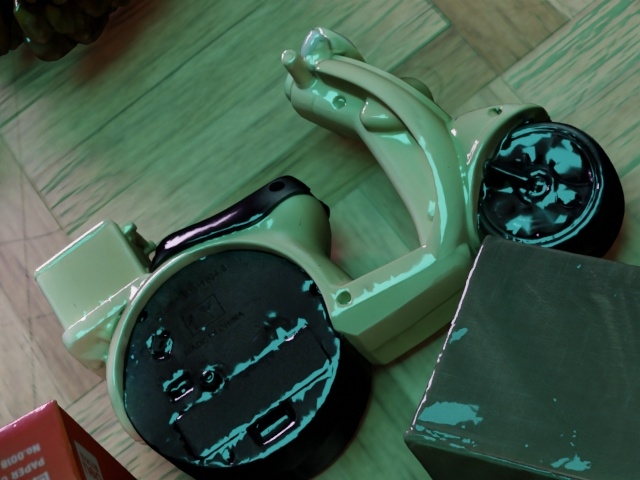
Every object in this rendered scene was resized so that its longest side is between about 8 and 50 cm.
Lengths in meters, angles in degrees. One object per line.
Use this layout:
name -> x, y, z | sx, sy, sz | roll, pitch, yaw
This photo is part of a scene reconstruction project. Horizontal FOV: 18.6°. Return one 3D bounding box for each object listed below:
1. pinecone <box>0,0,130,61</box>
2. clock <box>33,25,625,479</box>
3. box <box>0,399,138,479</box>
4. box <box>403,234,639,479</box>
pinecone -> -0.261, -0.264, 1.565 | 0.309, 0.244, 0.244 | -4, 61, 33
clock -> 0.000, 0.000, 1.378 | 0.379, 0.120, 0.276 | -38, 60, 0
box -> -0.182, 0.205, 1.299 | 0.133, 0.182, 0.099 | -25, 55, 4
box -> 0.200, 0.115, 1.210 | 0.231, 0.155, 0.149 | 11, 65, 28
